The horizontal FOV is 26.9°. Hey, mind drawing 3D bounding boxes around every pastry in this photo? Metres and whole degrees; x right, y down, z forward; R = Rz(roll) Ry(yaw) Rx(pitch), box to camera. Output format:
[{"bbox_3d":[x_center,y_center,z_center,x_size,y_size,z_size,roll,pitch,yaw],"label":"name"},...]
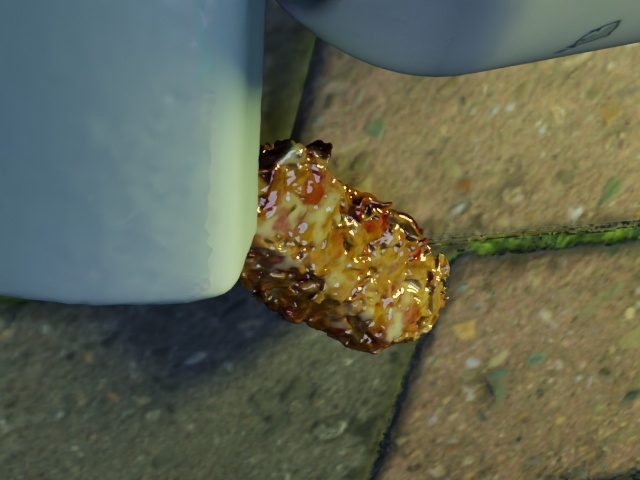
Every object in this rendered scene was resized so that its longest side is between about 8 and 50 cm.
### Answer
[{"bbox_3d":[-0.002,0.002,0.707,0.087,0.063,0.169,-49,130,1],"label":"pastry"}]

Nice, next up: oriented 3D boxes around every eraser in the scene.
[{"bbox_3d":[-0.111,-0.117,0.473,0.189,0.104,0.290,7,128,2],"label":"eraser"}]

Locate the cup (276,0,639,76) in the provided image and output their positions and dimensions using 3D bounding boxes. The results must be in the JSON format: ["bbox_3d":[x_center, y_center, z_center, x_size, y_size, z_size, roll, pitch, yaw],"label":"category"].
[{"bbox_3d":[0.130,-0.181,0.522,0.317,0.212,0.212,-15,132,-20],"label":"cup"}]
